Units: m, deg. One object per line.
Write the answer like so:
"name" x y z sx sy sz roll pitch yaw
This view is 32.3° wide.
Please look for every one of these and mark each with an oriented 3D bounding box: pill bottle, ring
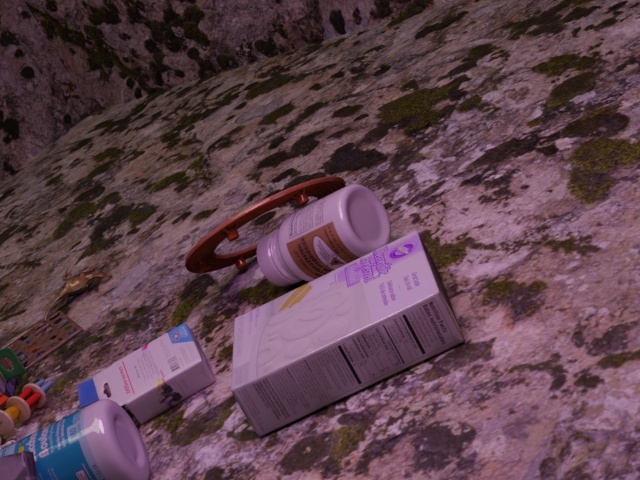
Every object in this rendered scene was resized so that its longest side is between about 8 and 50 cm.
"pill bottle" 0.000 0.000 1.937 0.229 0.131 0.131 -25 19 39
"ring" -0.096 -0.019 2.057 0.336 0.032 0.336 -27 -12 -6
"pill bottle" -0.396 0.351 1.628 0.264 0.146 0.146 -27 21 5

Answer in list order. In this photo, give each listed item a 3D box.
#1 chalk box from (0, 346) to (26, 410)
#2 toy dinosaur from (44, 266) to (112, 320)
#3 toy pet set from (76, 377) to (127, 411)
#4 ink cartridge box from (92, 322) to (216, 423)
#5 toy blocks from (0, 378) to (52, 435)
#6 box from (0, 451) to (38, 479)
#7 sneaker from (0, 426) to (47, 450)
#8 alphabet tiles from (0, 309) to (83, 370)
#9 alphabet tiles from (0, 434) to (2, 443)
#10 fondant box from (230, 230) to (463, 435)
"chalk box" -0.689 0.278 2.186 0.213 0.132 0.132 -28 21 0
"toy dinosaur" -0.571 0.105 2.539 0.183 0.053 0.092 -32 23 -9
"toy pet set" -0.357 0.251 1.918 0.114 0.065 0.122 -23 21 15
"ink cartridge box" -0.277 0.229 1.834 0.181 0.062 0.104 -29 41 -3
"toy blocks" -0.580 0.303 2.062 0.123 0.054 0.148 -2 21 24
"box" -0.497 0.403 1.517 0.230 0.183 0.056 -12 -10 -1
"sneaker" -0.545 0.355 1.778 0.292 0.169 0.108 -39 22 -29
"alphabet tiles" -0.634 0.239 2.376 0.237 0.009 0.198 -36 23 -18
"alphabet tiles" -0.699 0.429 2.005 0.278 0.021 0.284 -31 21 -5
"fondant box" 0.031 0.133 1.659 0.330 0.096 0.238 -25 21 7
